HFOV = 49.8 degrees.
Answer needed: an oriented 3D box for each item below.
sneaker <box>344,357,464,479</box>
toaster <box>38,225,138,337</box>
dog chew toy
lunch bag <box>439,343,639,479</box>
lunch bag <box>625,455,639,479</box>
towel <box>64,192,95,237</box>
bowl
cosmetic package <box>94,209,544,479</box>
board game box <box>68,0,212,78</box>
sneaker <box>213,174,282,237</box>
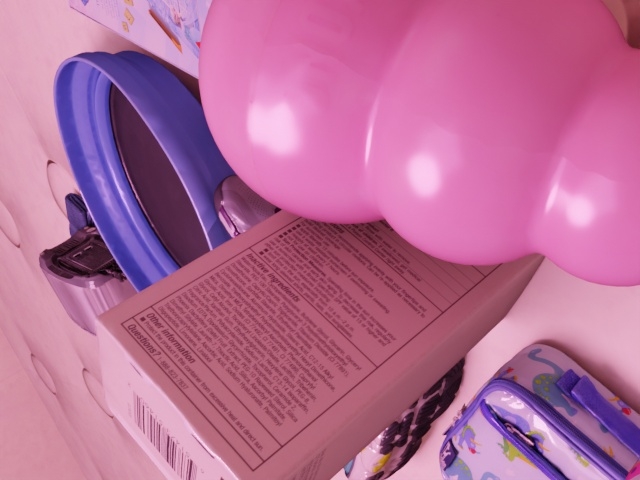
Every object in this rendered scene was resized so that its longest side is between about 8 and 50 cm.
[{"bbox_3d":[0.059,0.166,0.720,0.110,0.107,0.275,49,141,26],"label":"sneaker"},{"bbox_3d":[-0.357,0.077,1.152,0.227,0.129,0.146,15,132,39],"label":"toaster"},{"bbox_3d":[0.086,-0.079,0.421,0.332,0.207,0.206,27,136,26],"label":"dog chew toy"},{"bbox_3d":[0.214,0.204,0.577,0.219,0.090,0.176,42,140,19],"label":"lunch bag"},{"bbox_3d":[0.287,0.145,0.316,0.160,0.223,0.262,54,144,-5],"label":"lunch bag"},{"bbox_3d":[-0.430,-0.028,1.244,0.067,0.029,0.119,40,143,23],"label":"towel"},{"bbox_3d":[-0.209,-0.054,0.882,0.391,0.077,0.391,37,143,34],"label":"bowl"},{"bbox_3d":[0.011,0.059,0.517,0.160,0.309,0.113,42,142,23],"label":"cosmetic package"},{"bbox_3d":[-0.152,-0.327,0.628,0.318,0.066,0.318,34,139,30],"label":"board game box"},{"bbox_3d":[0.000,0.000,0.685,0.224,0.083,0.098,42,135,-8],"label":"sneaker"}]
